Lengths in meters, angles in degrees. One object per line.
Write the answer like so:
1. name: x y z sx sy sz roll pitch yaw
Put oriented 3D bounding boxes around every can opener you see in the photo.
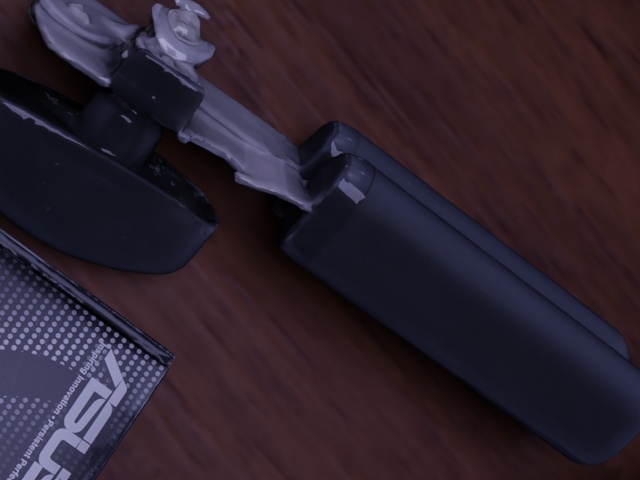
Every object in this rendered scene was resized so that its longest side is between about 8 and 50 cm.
1. can opener: 0.000 0.000 0.560 0.280 0.074 0.093 31 108 -17

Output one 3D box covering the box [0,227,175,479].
1. box: -0.173 0.063 0.481 0.184 0.045 0.191 38 72 -14
